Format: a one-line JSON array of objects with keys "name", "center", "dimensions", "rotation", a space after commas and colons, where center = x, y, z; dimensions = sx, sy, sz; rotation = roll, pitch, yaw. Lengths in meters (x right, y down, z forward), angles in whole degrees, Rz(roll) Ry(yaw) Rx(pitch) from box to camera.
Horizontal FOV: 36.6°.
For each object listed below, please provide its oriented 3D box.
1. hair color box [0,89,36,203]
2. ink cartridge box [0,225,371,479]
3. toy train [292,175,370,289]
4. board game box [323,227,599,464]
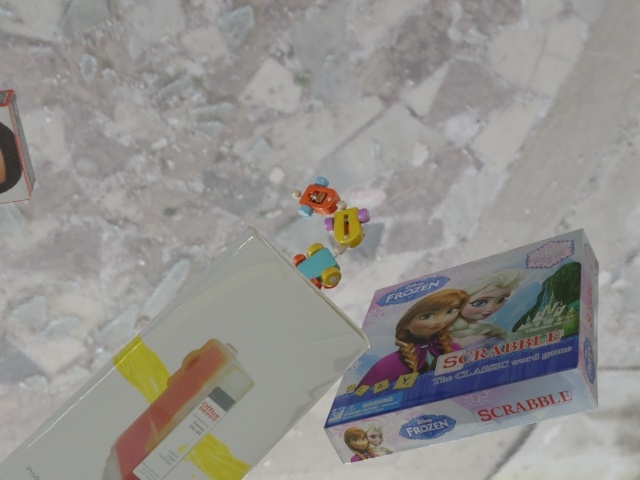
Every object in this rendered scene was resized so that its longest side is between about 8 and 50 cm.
[{"name": "hair color box", "center": [-0.277, -0.057, 0.671], "dimensions": [0.141, 0.043, 0.072], "rotation": [-10, 115, -7]}, {"name": "ink cartridge box", "center": [-0.160, 0.189, 0.928], "dimensions": [0.385, 0.160, 0.279], "rotation": [-44, 180, -15]}, {"name": "toy train", "center": [0.000, 0.000, 1.238], "dimensions": [0.046, 0.125, 0.166], "rotation": [53, 55, -48]}, {"name": "board game box", "center": [0.189, 0.127, 1.229], "dimensions": [0.319, 0.318, 0.066], "rotation": [-19, 112, 24]}]
